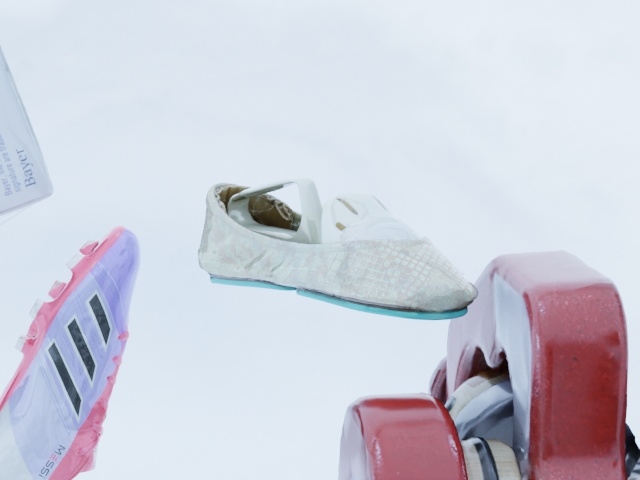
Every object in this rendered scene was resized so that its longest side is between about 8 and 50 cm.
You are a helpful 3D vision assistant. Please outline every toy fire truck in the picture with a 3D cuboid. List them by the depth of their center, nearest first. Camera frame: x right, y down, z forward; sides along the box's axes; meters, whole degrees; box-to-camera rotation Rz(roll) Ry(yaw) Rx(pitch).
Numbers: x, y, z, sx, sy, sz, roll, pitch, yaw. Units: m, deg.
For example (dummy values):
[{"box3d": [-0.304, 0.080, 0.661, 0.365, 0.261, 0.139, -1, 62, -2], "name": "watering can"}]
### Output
[{"box3d": [0.085, 0.152, 0.821, 0.169, 0.254, 0.302, -2, 100, -9], "name": "toy fire truck"}]

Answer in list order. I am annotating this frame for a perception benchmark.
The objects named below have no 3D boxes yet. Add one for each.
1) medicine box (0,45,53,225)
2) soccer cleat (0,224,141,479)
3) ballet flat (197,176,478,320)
[{"box3d": [-0.382, -0.031, 1.326, 0.289, 0.263, 0.149, -20, 89, -31], "name": "medicine box"}, {"box3d": [-0.174, 0.105, 1.265, 0.095, 0.083, 0.248, 31, 101, -3], "name": "soccer cleat"}, {"box3d": [0.000, 0.000, 0.804, 0.057, 0.168, 0.052, -7, 100, -41], "name": "ballet flat"}]
